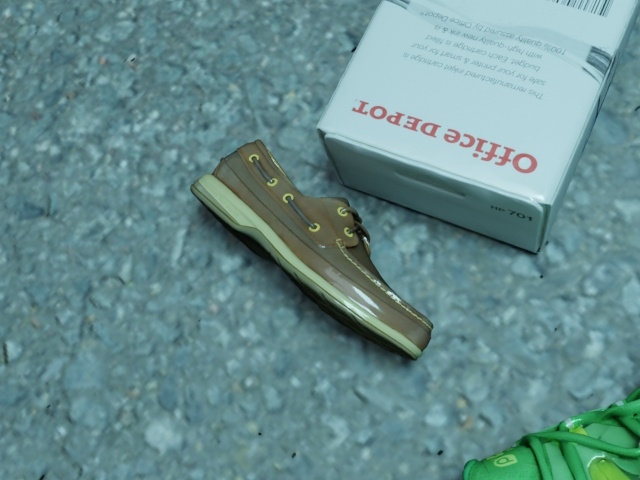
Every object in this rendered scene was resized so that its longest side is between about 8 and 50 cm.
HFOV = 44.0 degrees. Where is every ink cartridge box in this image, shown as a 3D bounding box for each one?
[{"bbox_3d":[0.103,-0.108,0.481,0.140,0.082,0.190,22,76,18],"label":"ink cartridge box"}]

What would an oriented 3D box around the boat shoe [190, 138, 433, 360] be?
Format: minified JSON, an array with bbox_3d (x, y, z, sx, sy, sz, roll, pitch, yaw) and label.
[{"bbox_3d":[0.000,0.000,0.469,0.178,0.064,0.060,39,82,24],"label":"boat shoe"}]

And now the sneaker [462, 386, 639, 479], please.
[{"bbox_3d":[0.134,0.124,0.373,0.123,0.109,0.295,35,79,16],"label":"sneaker"}]
